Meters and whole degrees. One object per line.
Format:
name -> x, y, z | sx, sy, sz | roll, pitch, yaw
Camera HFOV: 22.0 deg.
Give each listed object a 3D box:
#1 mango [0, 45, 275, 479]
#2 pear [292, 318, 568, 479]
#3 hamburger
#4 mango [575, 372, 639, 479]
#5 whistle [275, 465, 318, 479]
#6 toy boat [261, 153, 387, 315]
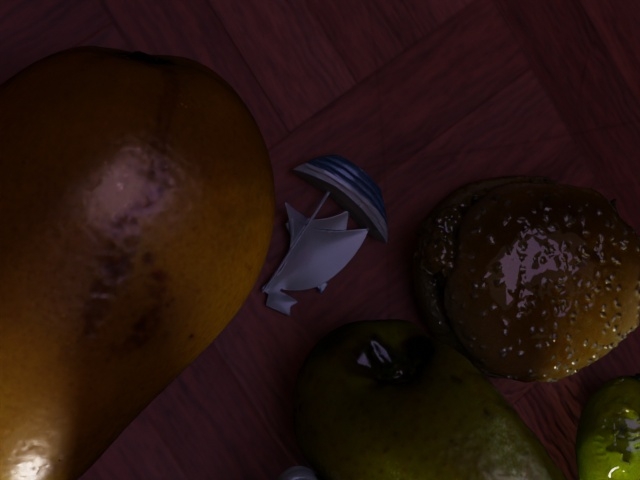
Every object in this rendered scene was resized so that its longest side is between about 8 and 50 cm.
mango -> -0.192, 0.020, 1.279 | 0.264, 0.221, 0.378 | 30, 86, -25
pear -> 0.089, 0.190, 1.388 | 0.164, 0.238, 0.255 | -39, 106, -14
hamburger -> 0.186, 0.035, 1.500 | 0.215, 0.122, 0.189 | -1, 91, -22
mango -> 0.291, 0.215, 1.555 | 0.119, 0.100, 0.178 | -9, 97, -32
whistle -> -0.031, 0.330, 1.383 | 0.163, 0.163, 0.290 | 2, 98, -24
toy boat -> 0.011, -0.002, 1.468 | 0.105, 0.034, 0.149 | 14, 82, -21
